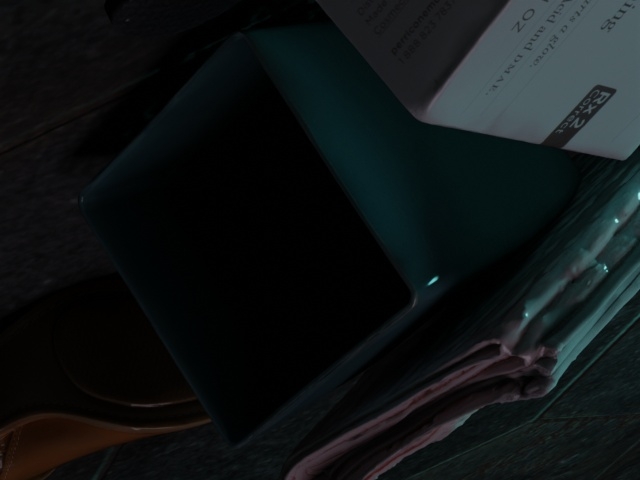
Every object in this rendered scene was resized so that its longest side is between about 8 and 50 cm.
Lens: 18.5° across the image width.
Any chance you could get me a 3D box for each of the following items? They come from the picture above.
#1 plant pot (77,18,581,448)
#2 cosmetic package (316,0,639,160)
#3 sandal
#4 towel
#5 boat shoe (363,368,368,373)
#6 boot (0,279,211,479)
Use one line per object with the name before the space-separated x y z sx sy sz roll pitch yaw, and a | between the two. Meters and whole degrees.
plant pot | 0.028 -0.023 1.093 0.234 0.166 0.165 -20 164 -49
cosmetic package | 0.091 -0.144 0.833 0.151 0.151 0.183 -50 151 23
sandal | -0.027 -0.152 0.897 0.179 0.040 0.067 -36 168 -11
towel | 0.139 0.015 1.155 0.332 0.053 0.317 -43 -178 -30
boat shoe | 0.074 0.076 1.472 0.096 0.117 0.324 -28 166 0
boot | -0.185 0.131 1.307 0.283 0.109 0.220 -15 157 -20
